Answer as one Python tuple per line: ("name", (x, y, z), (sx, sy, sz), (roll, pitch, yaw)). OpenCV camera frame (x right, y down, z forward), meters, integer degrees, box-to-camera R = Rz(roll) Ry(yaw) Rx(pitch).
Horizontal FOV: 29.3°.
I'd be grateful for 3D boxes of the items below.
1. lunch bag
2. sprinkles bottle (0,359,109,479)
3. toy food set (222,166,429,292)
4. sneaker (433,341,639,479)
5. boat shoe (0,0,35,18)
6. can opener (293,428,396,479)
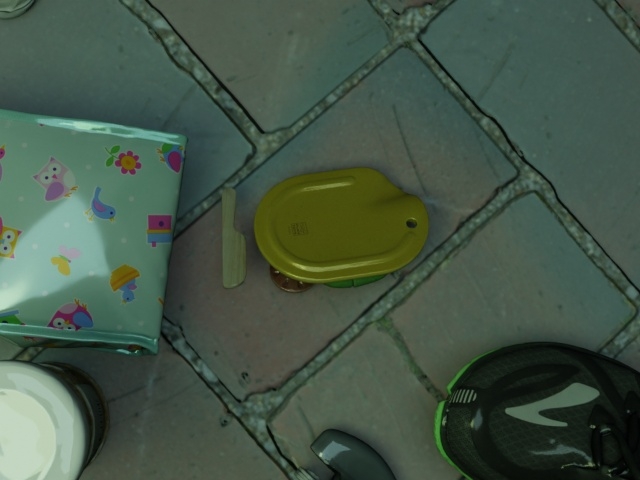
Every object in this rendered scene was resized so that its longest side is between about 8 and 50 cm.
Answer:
("lunch bag", (-0.275, -0.009, 1.177), (0.262, 0.160, 0.223), (8, 84, -11))
("sprinkles bottle", (-0.251, 0.165, 1.058), (0.121, 0.355, 0.121), (1, 84, -7))
("toy food set", (0.000, 0.000, 1.258), (0.218, 0.071, 0.128), (-7, 61, -9))
("sneaker", (0.347, 0.224, 1.197), (0.483, 0.202, 0.185), (20, 81, -4))
("boat shoe", (-0.411, -0.300, 1.229), (0.258, 0.084, 0.095), (13, 83, -5))
("can opener", (0.094, 0.302, 1.224), (0.283, 0.076, 0.095), (39, 82, -2))
